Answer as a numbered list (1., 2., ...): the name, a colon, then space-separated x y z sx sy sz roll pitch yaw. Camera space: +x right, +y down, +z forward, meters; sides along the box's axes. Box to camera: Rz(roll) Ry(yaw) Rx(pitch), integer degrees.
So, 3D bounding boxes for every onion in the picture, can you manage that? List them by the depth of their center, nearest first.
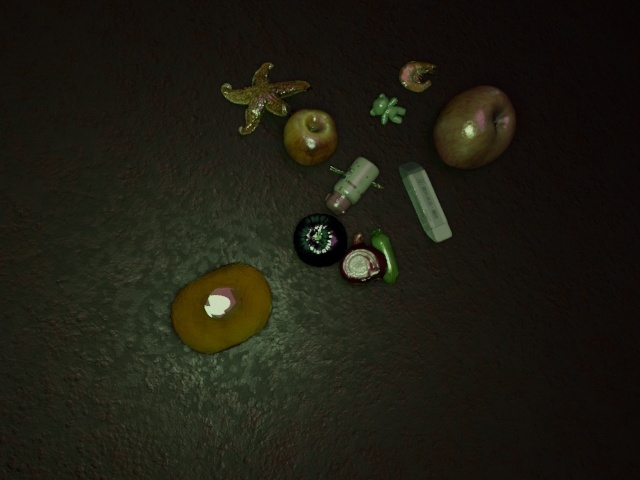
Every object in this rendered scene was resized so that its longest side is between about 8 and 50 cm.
1. onion: 0.156 0.073 1.503 0.173 0.135 0.198 -7 65 6

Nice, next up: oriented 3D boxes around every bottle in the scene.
1. bottle: 0.113 -0.199 1.545 0.110 0.110 0.233 40 85 -4

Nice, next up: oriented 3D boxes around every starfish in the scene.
1. starfish: -0.206 -0.529 1.519 0.303 0.113 0.312 40 80 22

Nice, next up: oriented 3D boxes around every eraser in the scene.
1. eraser: 0.421 -0.160 1.646 0.089 0.061 0.352 -22 86 -17

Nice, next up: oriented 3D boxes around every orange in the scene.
1. orange: -0.314 0.225 1.344 0.335 0.196 0.262 -23 99 -24

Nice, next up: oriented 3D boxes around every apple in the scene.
1. apple: -0.036 -0.382 1.511 0.211 0.188 0.211 4 75 -15
2. apple: 0.628 -0.458 1.647 0.345 0.269 0.344 3 79 -15

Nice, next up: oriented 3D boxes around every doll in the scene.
1. doll: 0.280 -0.538 1.688 0.150 0.077 0.115 22 112 -20

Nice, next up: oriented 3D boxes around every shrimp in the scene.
1. shrimp: 0.426 -0.710 1.768 0.187 0.051 0.132 -17 103 -11

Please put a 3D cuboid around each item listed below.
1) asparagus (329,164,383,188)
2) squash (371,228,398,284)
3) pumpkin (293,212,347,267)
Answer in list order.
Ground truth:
1. asparagus: 0.144 -0.249 1.615 0.233 0.022 0.023 19 42 -8
2. squash: 0.245 0.060 1.553 0.068 0.077 0.219 -14 81 -24
3. pumpkin: 0.000 0.000 1.470 0.202 0.140 0.202 -1 80 7
